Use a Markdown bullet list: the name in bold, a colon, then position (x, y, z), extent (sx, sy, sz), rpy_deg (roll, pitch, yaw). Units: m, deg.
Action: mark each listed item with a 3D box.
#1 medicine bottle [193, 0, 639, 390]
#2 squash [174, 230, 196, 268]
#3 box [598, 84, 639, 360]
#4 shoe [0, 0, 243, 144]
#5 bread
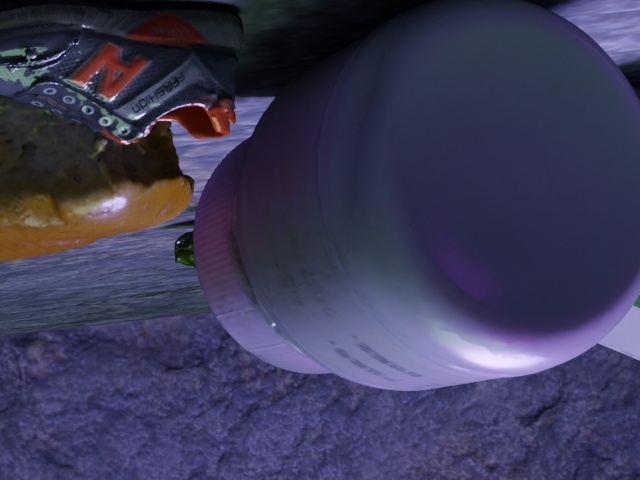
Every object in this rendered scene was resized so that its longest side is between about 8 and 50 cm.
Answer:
- **medicine bottle**: position (0.057, -0.017, 1.022), extent (0.241, 0.241, 0.302), rpy_deg (-4, 172, -28)
- **squash**: position (-0.069, 0.003, 1.802), extent (0.219, 0.068, 0.077), rpy_deg (-5, 178, -12)
- **box**: position (0.318, 0.005, 1.339), extent (0.333, 0.145, 0.173), rpy_deg (23, 132, -34)
- **shoe**: position (-0.130, -0.094, 0.863), extent (0.194, 0.077, 0.074), rpy_deg (-4, 173, -31)
- **bread**: position (-0.214, -0.045, 1.016), extent (0.246, 0.121, 0.174), rpy_deg (-11, 172, 12)
